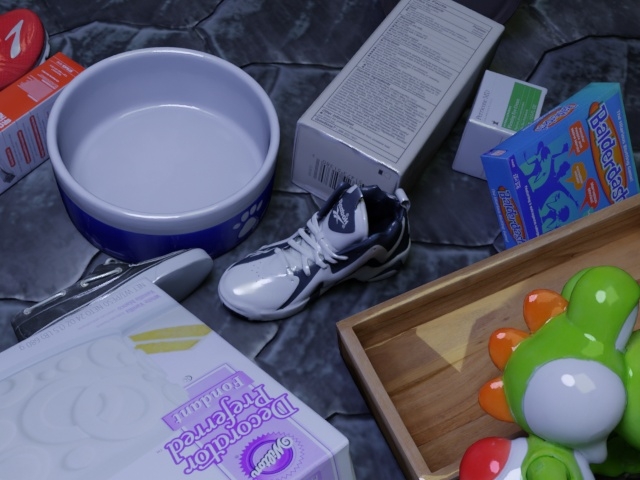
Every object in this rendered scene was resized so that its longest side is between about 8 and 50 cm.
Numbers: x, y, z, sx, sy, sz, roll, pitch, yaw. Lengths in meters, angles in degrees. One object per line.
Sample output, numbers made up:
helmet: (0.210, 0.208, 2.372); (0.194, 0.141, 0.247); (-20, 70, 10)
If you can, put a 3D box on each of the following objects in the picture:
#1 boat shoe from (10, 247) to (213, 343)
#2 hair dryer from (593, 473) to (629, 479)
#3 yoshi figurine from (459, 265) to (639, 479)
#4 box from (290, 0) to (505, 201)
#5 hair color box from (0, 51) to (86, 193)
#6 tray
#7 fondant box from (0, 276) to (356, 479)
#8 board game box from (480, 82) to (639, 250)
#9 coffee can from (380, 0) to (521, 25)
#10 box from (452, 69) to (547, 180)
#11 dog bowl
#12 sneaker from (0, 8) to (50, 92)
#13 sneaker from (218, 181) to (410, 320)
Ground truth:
boat shoe: (-0.223, 0.054, 0.859); (0.219, 0.078, 0.070); (-28, 65, -21)
hair dryer: (0.367, 0.159, 0.865); (0.293, 0.080, 0.224); (-4, 56, -11)
yoshi figurine: (0.232, 0.208, 0.663); (0.203, 0.203, 0.362); (17, 91, -32)
box: (0.103, -0.180, 1.032); (0.148, 0.121, 0.311); (30, 58, 13)
hair color box: (-0.354, -0.142, 0.964); (0.053, 0.093, 0.167); (33, 58, 15)
tray: (0.245, 0.103, 0.843); (0.410, 0.076, 0.203); (-22, 53, -10)
fondant box: (-0.161, 0.179, 0.672); (0.238, 0.096, 0.330); (-30, 38, -28)
board game box: (0.300, -0.078, 0.973); (0.210, 0.160, 0.047); (-34, 26, -25)
coffee can: (0.182, -0.456, 1.178); (0.201, 0.201, 0.275); (3, 56, -5)
box: (0.233, -0.145, 1.037); (0.087, 0.102, 0.101); (19, 57, 7)
dog bowl: (-0.184, -0.103, 0.953); (0.264, 0.104, 0.265); (4, 56, -5)
sneaker: (-0.453, -0.216, 0.985); (0.107, 0.118, 0.279); (35, 59, 14)
sneaker: (0.000, 0.000, 0.879); (0.235, 0.153, 0.094); (-11, 57, -15)
